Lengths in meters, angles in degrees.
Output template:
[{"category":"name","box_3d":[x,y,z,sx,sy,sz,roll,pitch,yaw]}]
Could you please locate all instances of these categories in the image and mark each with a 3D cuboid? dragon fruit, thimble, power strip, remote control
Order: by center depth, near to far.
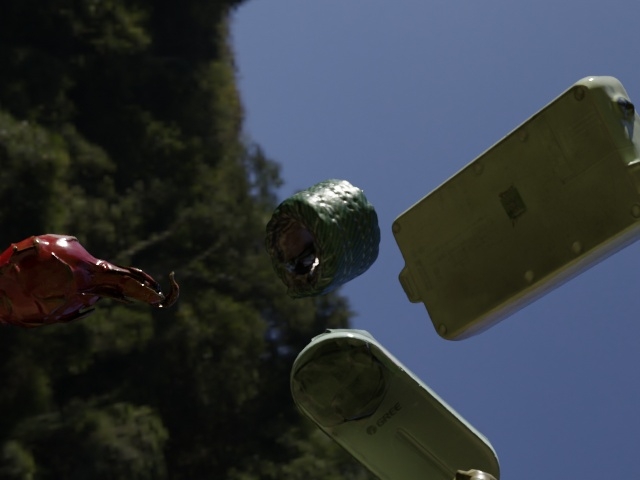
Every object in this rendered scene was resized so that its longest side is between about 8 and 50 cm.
[{"category":"power strip","box_3d":[0.157,-0.019,1.022,0.270,0.046,0.118,-38,-111,46]},{"category":"dragon fruit","box_3d":[-0.234,0.037,1.293,0.094,0.191,0.094,176,-90,-82]},{"category":"remote control","box_3d":[0.074,0.180,1.311,0.104,0.247,0.052,-44,-165,13]},{"category":"thimble","box_3d":[0.000,-0.002,1.551,0.118,0.090,0.135,59,-36,10]}]

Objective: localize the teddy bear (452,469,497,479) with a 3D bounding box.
[{"category":"teddy bear","box_3d":[0.066,0.236,0.708,0.267,0.156,0.256,56,-39,4]}]
